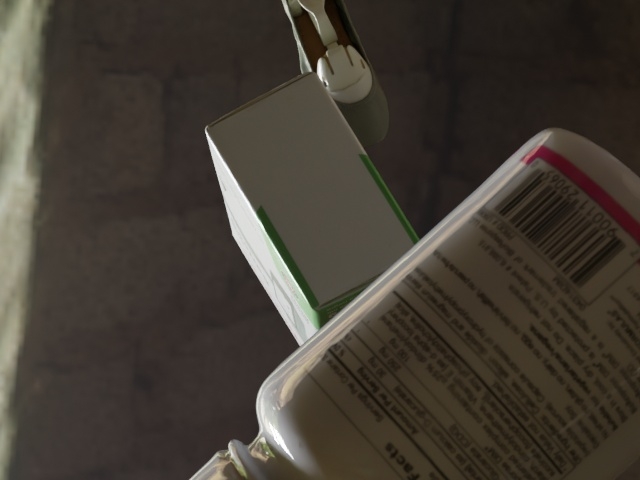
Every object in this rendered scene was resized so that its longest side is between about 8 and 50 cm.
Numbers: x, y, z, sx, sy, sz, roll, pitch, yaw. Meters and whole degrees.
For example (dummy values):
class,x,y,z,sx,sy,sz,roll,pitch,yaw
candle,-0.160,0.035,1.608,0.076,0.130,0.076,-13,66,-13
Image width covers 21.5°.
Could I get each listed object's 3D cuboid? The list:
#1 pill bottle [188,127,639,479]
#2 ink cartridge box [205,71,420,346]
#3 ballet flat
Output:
class,x,y,z,sx,sy,sz,roll,pitch,yaw
pill bottle,0.069,0.090,0.871,0.160,0.283,0.160,48,178,2
ink cartridge box,0.000,0.000,1.636,0.121,0.211,0.289,-29,162,-8
ballet flat,0.008,-0.193,1.689,0.072,0.213,0.068,-21,162,-2
